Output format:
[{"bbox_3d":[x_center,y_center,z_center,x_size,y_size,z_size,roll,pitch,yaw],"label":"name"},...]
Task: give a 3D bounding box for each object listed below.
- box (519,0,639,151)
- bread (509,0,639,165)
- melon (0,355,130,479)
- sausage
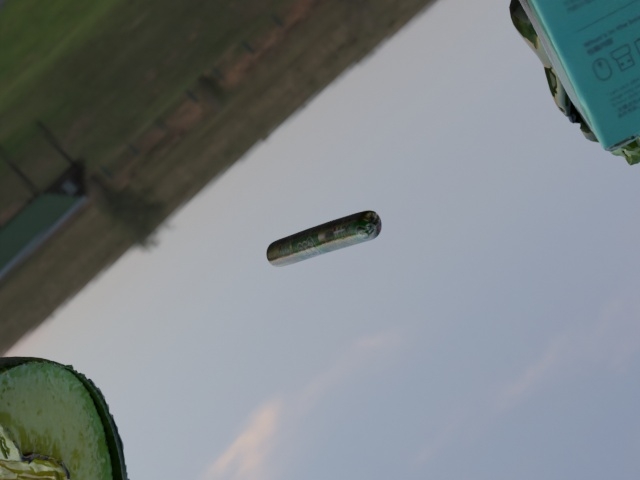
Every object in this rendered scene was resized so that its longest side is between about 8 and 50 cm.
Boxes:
[{"bbox_3d":[0.206,-0.244,0.947,0.205,0.311,0.118,-29,-160,6],"label":"box"},{"bbox_3d":[0.325,-0.280,1.240,0.208,0.251,0.376,-4,-120,50],"label":"bread"},{"bbox_3d":[-0.256,0.176,1.094,0.169,0.265,0.129,0,-143,21],"label":"melon"},{"bbox_3d":[0.000,-0.001,1.519,0.033,0.033,0.269,-49,-166,-24],"label":"sausage"}]
